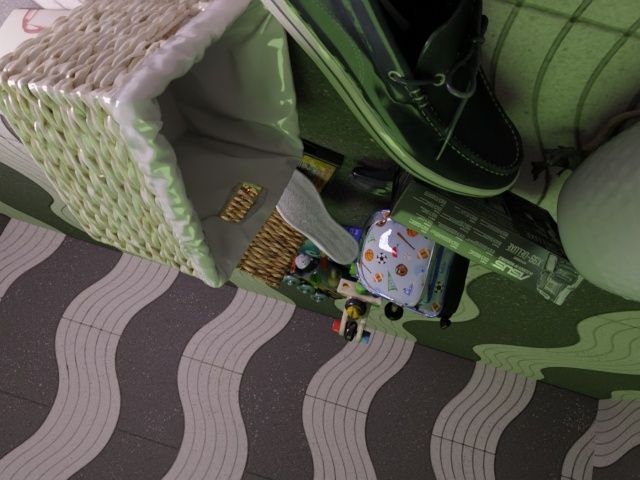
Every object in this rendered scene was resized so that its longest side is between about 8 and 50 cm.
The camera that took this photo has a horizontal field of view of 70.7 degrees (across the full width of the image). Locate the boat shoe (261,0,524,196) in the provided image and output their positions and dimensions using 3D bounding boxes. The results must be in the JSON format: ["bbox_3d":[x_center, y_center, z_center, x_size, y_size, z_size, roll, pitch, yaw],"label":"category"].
[{"bbox_3d":[0.118,-0.223,0.523,0.500,0.187,0.155,39,148,-29],"label":"boat shoe"}]

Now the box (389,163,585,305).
[{"bbox_3d":[0.274,-0.045,0.781,0.307,0.242,0.077,27,118,-3],"label":"box"}]

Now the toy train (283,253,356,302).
[{"bbox_3d":[-0.007,0.139,1.784,0.190,0.142,0.333,-14,144,37],"label":"toy train"}]

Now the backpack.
[{"bbox_3d":[0.211,0.045,1.098,0.213,0.277,0.263,14,-177,-45],"label":"backpack"}]

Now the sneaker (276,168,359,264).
[{"bbox_3d":[-0.036,-0.067,1.123,0.293,0.108,0.169,50,176,-20],"label":"sneaker"}]

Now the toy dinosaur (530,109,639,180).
[{"bbox_3d":[0.418,-0.128,0.733,0.118,0.064,0.268,-2,155,11],"label":"toy dinosaur"}]

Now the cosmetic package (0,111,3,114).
[{"bbox_3d":[-0.593,-0.314,1.033,0.309,0.113,0.160,20,162,-10],"label":"cosmetic package"}]

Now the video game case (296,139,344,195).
[{"bbox_3d":[-0.097,-0.178,1.094,0.248,0.035,0.275,20,161,-8],"label":"video game case"}]

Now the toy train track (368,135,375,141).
[{"bbox_3d":[0.128,-0.198,0.864,0.083,0.014,0.048,0,154,44],"label":"toy train track"}]

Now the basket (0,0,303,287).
[{"bbox_3d":[-0.214,-0.172,0.663,0.266,0.329,0.332,15,144,16],"label":"basket"}]

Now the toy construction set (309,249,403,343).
[{"bbox_3d":[0.096,0.117,1.303,0.308,0.257,0.237,39,158,25],"label":"toy construction set"}]

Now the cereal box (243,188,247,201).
[{"bbox_3d":[-0.302,-0.160,1.265,0.240,0.048,0.173,30,157,-29],"label":"cereal box"}]

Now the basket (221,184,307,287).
[{"bbox_3d":[-0.205,-0.043,1.280,0.299,0.223,0.213,28,-176,-28],"label":"basket"}]

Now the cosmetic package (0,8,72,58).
[{"bbox_3d":[-0.432,-0.323,0.835,0.295,0.129,0.153,11,162,17],"label":"cosmetic package"}]

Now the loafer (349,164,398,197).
[{"bbox_3d":[0.169,-0.130,0.951,0.223,0.076,0.078,15,127,18],"label":"loafer"}]

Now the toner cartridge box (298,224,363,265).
[{"bbox_3d":[0.000,0.000,1.451,0.347,0.075,0.165,12,159,16],"label":"toner cartridge box"}]

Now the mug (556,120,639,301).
[{"bbox_3d":[0.527,-0.053,0.570,0.373,0.277,0.328,-11,176,-33],"label":"mug"}]
